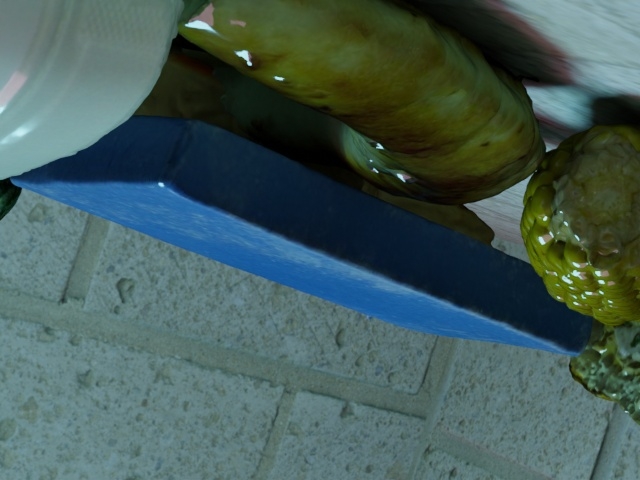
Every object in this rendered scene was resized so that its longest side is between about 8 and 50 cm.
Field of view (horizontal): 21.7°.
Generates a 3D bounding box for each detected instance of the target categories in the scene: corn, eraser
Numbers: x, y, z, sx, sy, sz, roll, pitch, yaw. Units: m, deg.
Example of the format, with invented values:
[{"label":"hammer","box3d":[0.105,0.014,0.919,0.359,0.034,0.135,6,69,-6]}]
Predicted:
[{"label":"corn","box3d":[0.144,-0.006,0.808,0.097,0.097,0.261,19,180,14]},{"label":"eraser","box3d":[0.000,0.000,0.897,0.312,0.043,0.144,22,169,-39]}]

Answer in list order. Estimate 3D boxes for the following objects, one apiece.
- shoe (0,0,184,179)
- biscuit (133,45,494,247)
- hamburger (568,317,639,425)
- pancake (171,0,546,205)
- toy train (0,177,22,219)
[{"label":"shoe","box3d":[-0.212,-0.057,0.499,0.160,0.132,0.363,5,170,-44]},{"label":"biscuit","box3d":[-0.075,-0.092,1.145,0.368,0.076,0.394,25,-178,24]},{"label":"hamburger","box3d":[0.261,0.054,0.971,0.156,0.144,0.283,11,-173,-15]},{"label":"pancake","box3d":[-0.046,-0.084,0.700,0.304,0.067,0.427,20,-178,-13]},{"label":"toy train","box3d":[-0.289,-0.111,1.000,0.285,0.116,0.177,40,178,-1]}]
